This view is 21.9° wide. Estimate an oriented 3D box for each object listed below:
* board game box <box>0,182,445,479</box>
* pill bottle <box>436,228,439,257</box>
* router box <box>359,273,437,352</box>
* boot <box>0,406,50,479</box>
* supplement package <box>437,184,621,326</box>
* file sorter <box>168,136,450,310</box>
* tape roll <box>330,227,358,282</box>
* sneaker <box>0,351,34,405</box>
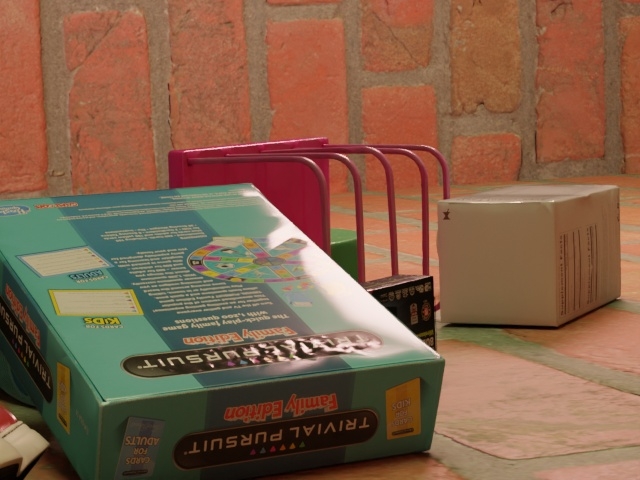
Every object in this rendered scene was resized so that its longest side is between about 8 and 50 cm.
[{"bbox_3d":[-0.102,0.061,1.235,0.253,0.079,0.336,-5,26,-26],"label":"board game box"},{"bbox_3d":[0.245,-0.006,2.093,0.121,0.121,0.221,1,6,30],"label":"pill bottle"},{"bbox_3d":[0.053,0.081,1.412,0.038,0.092,0.122,2,7,35],"label":"router box"},{"bbox_3d":[-0.254,0.100,0.927,0.176,0.088,0.244,38,-2,-2],"label":"boot"},{"bbox_3d":[0.234,0.012,1.830,0.139,0.134,0.244,1,6,26],"label":"supplement package"},{"bbox_3d":[0.000,0.000,1.719,0.182,0.202,0.290,2,7,30],"label":"file sorter"},{"bbox_3d":[-0.105,0.034,2.066,0.321,0.077,0.321,-2,5,0],"label":"tape roll"},{"bbox_3d":[-0.211,0.068,1.503,0.208,0.127,0.319,-8,8,-34],"label":"sneaker"}]
